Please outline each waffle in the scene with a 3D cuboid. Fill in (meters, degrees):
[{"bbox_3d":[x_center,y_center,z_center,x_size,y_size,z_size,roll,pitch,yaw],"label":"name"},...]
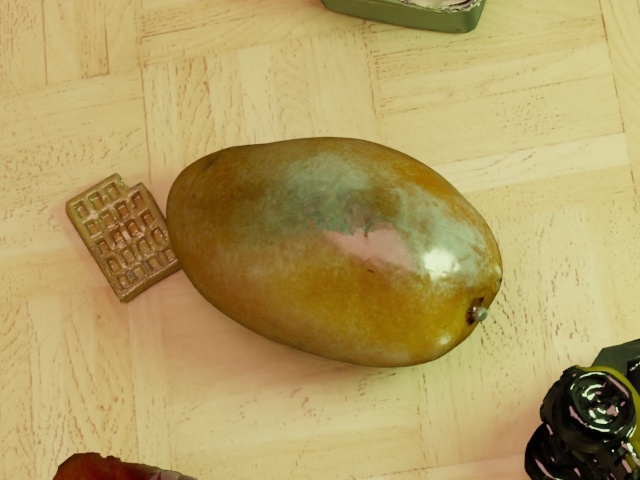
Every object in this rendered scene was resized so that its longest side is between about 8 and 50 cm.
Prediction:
[{"bbox_3d":[-0.204,-0.009,2.097,0.092,0.021,0.135,-32,66,-1],"label":"waffle"}]

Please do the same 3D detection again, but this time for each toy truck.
[{"bbox_3d":[0.305,0.205,1.852,0.165,0.147,0.224,-23,66,-23],"label":"toy truck"}]

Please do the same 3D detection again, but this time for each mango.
[{"bbox_3d":[0.000,0.000,1.964,0.384,0.199,0.221,21,79,32],"label":"mango"}]

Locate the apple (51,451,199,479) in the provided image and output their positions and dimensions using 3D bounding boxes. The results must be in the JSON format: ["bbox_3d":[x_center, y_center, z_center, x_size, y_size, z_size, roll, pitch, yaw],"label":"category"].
[{"bbox_3d":[-0.129,0.310,1.879,0.346,0.179,0.254,16,110,18],"label":"apple"}]

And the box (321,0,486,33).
[{"bbox_3d":[0.103,-0.373,2.108,0.221,0.166,0.290,12,72,15],"label":"box"}]
